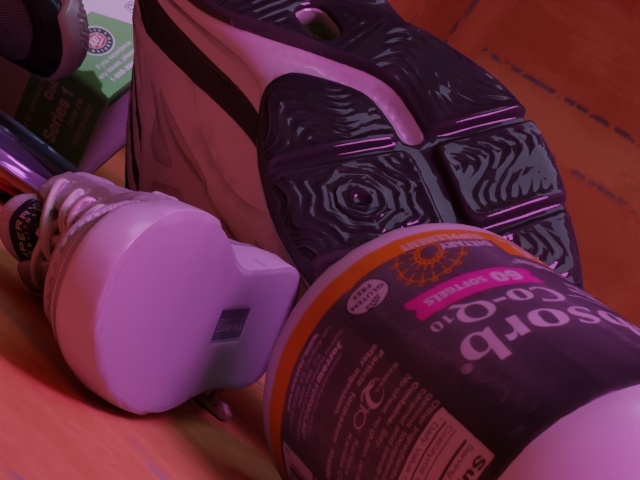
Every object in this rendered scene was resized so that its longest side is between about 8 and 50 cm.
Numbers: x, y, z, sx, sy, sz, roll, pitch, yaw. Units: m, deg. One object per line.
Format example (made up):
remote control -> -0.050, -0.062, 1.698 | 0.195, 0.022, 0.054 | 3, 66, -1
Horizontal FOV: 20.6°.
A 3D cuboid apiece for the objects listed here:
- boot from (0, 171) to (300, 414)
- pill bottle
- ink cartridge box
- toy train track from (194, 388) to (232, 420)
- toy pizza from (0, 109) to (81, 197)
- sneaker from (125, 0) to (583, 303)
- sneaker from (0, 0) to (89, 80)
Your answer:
boot -> -0.101, 0.016, 0.814 | 0.123, 0.095, 0.258 | 22, -3, 15
pill bottle -> 0.097, 0.109, 0.721 | 0.162, 0.162, 0.278 | 35, 2, -32
ink cartridge box -> -0.235, -0.198, 1.376 | 0.278, 0.117, 0.201 | 37, 45, 6
toy train track -> -0.076, 0.063, 0.913 | 0.083, 0.014, 0.048 | 37, 2, 20
toy pizza -> -0.215, -0.060, 1.145 | 0.201, 0.032, 0.201 | 37, 3, -2
sneaker -> 0.002, -0.007, 1.081 | 0.257, 0.169, 0.447 | 102, -33, -46
sneaker -> -0.291, -0.184, 1.189 | 0.268, 0.101, 0.153 | 42, 45, 11
